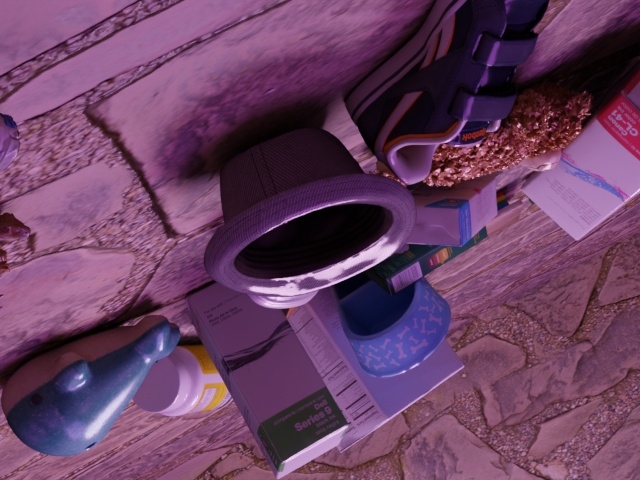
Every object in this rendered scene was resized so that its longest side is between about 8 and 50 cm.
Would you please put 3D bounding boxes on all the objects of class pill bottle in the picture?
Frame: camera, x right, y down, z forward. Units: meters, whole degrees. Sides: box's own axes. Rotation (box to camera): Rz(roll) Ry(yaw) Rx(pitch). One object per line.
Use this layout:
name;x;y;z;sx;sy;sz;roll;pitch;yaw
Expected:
pill bottle;-0.232;0.238;1.842;0.119;0.119;0.208;-32;164;16

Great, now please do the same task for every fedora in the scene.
fedora;-0.024;-0.042;1.226;0.243;0.124;0.275;-27;159;18

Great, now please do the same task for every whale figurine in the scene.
whale figurine;-0.316;0.210;1.546;0.272;0.141;0.216;-29;165;-3

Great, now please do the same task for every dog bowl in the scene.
dog bowl;0.098;0.086;1.688;0.166;0.297;0.074;-33;121;9

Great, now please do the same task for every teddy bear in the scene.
teddy bear;0.223;-0.128;1.443;0.245;0.113;0.338;-35;164;34

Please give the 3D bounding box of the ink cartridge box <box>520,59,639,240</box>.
ink cartridge box;0.458;-0.162;1.578;0.226;0.131;0.306;-46;178;-29

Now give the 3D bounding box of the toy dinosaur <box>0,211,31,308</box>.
toy dinosaur;-0.375;0.039;1.050;0.211;0.064;0.112;-36;148;-4

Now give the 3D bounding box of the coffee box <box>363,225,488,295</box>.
coffee box;0.151;0.004;1.641;0.184;0.113;0.040;-32;126;-15

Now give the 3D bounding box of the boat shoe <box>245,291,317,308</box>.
boat shoe;0.002;0.002;1.490;0.320;0.118;0.103;-19;155;-48

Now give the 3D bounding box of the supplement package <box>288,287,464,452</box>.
supplement package;0.068;0.191;1.897;0.199;0.263;0.198;-28;169;-35

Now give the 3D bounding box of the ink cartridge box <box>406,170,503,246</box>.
ink cartridge box;0.192;-0.051;1.578;0.104;0.062;0.181;4;-158;30

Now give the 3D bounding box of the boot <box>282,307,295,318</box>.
boot;-0.016;0.055;1.720;0.152;0.073;0.197;-36;178;-12

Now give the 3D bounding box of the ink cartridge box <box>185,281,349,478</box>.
ink cartridge box;-0.084;0.204;1.664;0.121;0.289;0.211;-28;166;-12

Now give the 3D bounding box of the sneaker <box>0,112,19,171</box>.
sneaker;-0.300;-0.057;0.864;0.058;0.052;0.135;5;138;-48

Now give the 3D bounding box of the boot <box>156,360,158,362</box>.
boot;-0.287;0.182;1.707;0.087;0.042;0.118;-42;-161;-24

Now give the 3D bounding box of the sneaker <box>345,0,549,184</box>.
sneaker;0.160;-0.181;1.119;0.126;0.128;0.321;-13;158;-41

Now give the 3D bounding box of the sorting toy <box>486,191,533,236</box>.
sorting toy;0.301;-0.036;2.030;0.274;0.046;0.132;-28;166;-1
